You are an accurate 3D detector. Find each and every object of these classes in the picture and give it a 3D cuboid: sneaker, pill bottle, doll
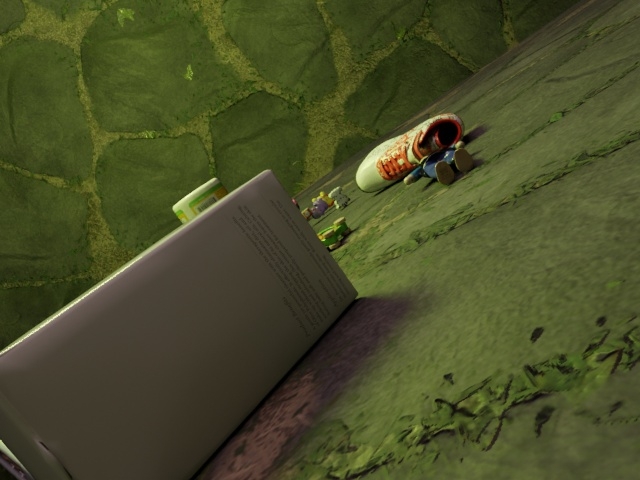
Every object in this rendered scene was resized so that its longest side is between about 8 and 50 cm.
[{"bbox_3d":[0.187,-0.187,1.272,0.270,0.090,0.145,-30,7,12],"label":"sneaker"},{"bbox_3d":[-0.244,-0.021,1.475,0.136,0.245,0.136,-34,8,6],"label":"pill bottle"},{"bbox_3d":[0.207,-0.134,1.050,0.129,0.046,0.189,-33,9,4],"label":"doll"}]

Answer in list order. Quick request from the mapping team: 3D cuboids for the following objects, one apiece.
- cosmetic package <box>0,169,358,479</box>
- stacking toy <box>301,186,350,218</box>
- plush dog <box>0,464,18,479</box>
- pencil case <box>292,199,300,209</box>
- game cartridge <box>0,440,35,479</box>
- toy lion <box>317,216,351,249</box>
[{"bbox_3d":[-0.149,0.102,0.631,0.366,0.196,0.155,-40,10,-39],"label":"cosmetic package"},{"bbox_3d":[-0.033,-0.055,1.537,0.221,0.052,0.167,-40,9,-12],"label":"stacking toy"},{"bbox_3d":[-0.443,0.300,0.865,0.226,0.210,0.262,-23,34,-16],"label":"plush dog"},{"bbox_3d":[-0.102,-0.077,1.776,0.209,0.095,0.098,-108,38,-79],"label":"pencil case"},{"bbox_3d":[-0.318,0.203,0.744,0.297,0.062,0.198,9,35,39],"label":"game cartridge"},{"bbox_3d":[0.000,0.000,1.115,0.096,0.034,0.100,-22,13,30],"label":"toy lion"}]
